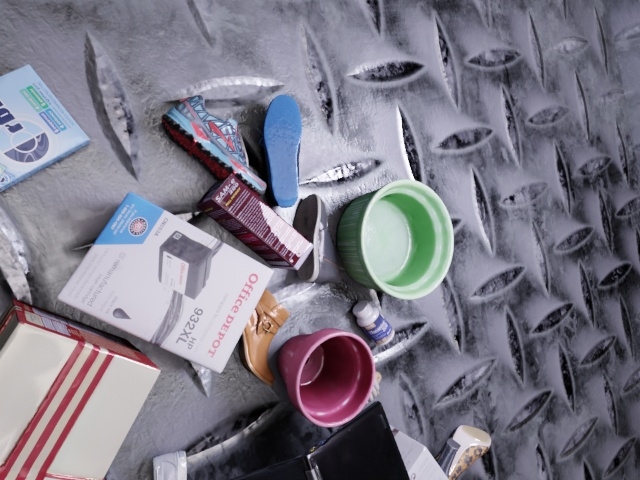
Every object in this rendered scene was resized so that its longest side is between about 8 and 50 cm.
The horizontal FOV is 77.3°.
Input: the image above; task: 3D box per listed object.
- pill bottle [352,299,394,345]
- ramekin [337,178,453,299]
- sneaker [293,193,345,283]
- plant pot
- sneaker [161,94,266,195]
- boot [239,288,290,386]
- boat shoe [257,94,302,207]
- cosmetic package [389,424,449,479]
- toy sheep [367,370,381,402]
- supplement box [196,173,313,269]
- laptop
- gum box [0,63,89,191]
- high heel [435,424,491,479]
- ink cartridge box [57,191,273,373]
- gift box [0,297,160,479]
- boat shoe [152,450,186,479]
[{"bbox_3d":[0.140,0.219,1.072,0.067,0.067,0.120,-46,109,-23],"label":"pill bottle"},{"bbox_3d":[0.191,-0.001,1.061,0.304,0.148,0.303,1,87,-29],"label":"ramekin"},{"bbox_3d":[0.000,0.000,1.007,0.118,0.083,0.221,14,74,-47],"label":"sneaker"},{"bbox_3d":[-0.006,0.297,0.923,0.202,0.180,0.201,1,87,-30],"label":"plant pot"},{"bbox_3d":[-0.204,-0.209,0.873,0.262,0.104,0.125,43,67,-21],"label":"sneaker"},{"bbox_3d":[-0.126,0.222,0.920,0.152,0.073,0.197,-41,108,-25],"label":"boot"},{"bbox_3d":[-0.101,-0.206,0.944,0.109,0.089,0.258,5,91,-16],"label":"boat shoe"},{"bbox_3d":[0.198,0.596,1.026,0.151,0.184,0.151,-41,108,-24],"label":"cosmetic package"},{"bbox_3d":[0.105,0.386,1.040,0.132,0.091,0.091,-35,105,-20],"label":"toy sheep"},{"bbox_3d":[-0.144,-0.033,0.885,0.239,0.130,0.073,41,69,-23],"label":"supplement box"},{"bbox_3d":[0.001,0.614,0.834,0.408,0.236,0.381,-10,76,-48],"label":"laptop"},{"bbox_3d":[-0.549,-0.198,0.714,0.184,0.041,0.157,-42,108,-24],"label":"gum box"},{"bbox_3d":[0.422,0.674,1.228,0.261,0.093,0.186,11,106,-41],"label":"high heel"},{"bbox_3d":[-0.282,0.086,0.778,0.308,0.129,0.223,31,73,-14],"label":"ink cartridge box"},{"bbox_3d":[-0.464,0.255,0.632,0.276,0.255,0.258,33,71,-30],"label":"gift box"},{"bbox_3d":[-0.320,0.547,0.805,0.081,0.079,0.227,6,79,-22],"label":"boat shoe"}]
